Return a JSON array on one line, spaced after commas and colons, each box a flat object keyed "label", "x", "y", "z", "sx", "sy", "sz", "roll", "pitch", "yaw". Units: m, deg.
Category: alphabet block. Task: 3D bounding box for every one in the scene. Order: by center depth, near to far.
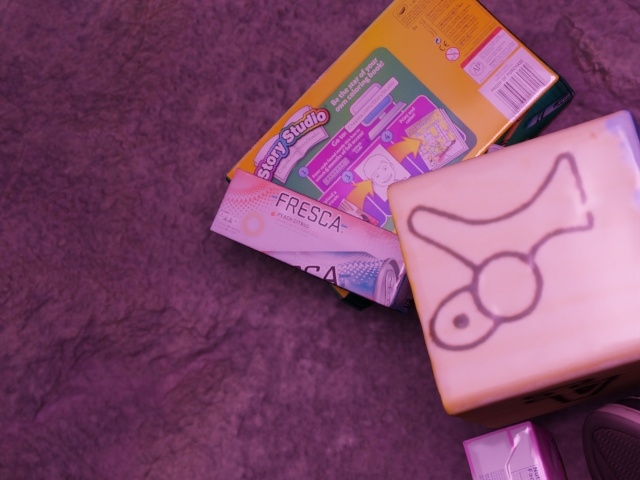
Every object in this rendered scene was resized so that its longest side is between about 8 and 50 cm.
[{"label": "alphabet block", "x": 0.185, "y": 0.029, "z": 1.477, "sx": 0.197, "sy": 0.193, "sz": 0.192, "roll": -17, "pitch": 75, "yaw": 14}]

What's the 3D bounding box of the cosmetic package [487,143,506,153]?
[{"label": "cosmetic package", "x": 0.249, "y": 0.007, "z": 1.617, "sx": 0.238, "sy": 0.107, "sz": 0.127, "roll": 15, "pitch": 85, "yaw": 22}]

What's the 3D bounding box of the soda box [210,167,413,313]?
[{"label": "soda box", "x": 0.000, "y": 0.000, "z": 1.632, "sx": 0.183, "sy": 0.058, "sz": 0.063, "roll": 23, "pitch": 89, "yaw": 21}]

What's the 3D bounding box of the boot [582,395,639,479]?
[{"label": "boot", "x": 0.425, "y": 0.170, "z": 1.459, "sx": 0.377, "sy": 0.138, "sz": 0.284, "roll": 21, "pitch": 44, "yaw": 40}]

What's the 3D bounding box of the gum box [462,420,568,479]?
[{"label": "gum box", "x": 0.182, "y": 0.244, "z": 1.587, "sx": 0.062, "sy": 0.107, "sz": 0.188, "roll": -19, "pitch": 75, "yaw": 13}]

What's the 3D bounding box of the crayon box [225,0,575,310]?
[{"label": "crayon box", "x": 0.070, "y": -0.094, "z": 1.700, "sx": 0.278, "sy": 0.081, "sz": 0.165, "roll": -46, "pitch": 71, "yaw": 6}]
